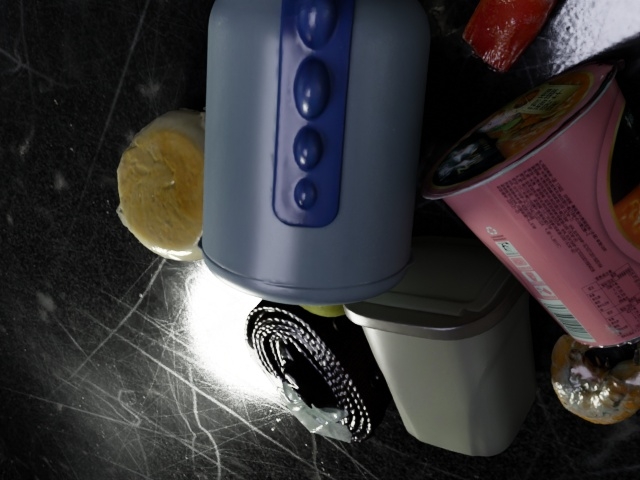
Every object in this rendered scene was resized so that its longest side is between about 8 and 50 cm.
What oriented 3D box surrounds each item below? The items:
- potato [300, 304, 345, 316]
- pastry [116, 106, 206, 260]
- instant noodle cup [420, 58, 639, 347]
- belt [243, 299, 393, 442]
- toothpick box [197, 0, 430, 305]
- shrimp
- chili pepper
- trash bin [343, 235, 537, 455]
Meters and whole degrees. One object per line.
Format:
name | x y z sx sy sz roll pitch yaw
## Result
potato | 0.001 -0.001 1.034 0.149 0.197 0.228 7 156 13
pastry | -0.213 -0.091 1.156 0.265 0.133 0.264 7 104 32
instant noodle cup | 0.277 -0.028 0.781 0.255 0.244 0.244 50 137 -12
belt | -0.003 0.205 1.190 0.184 0.164 0.289 -32 98 41
toothpick box | -0.006 -0.129 0.748 0.263 0.263 0.354 16 113 31
shrimp | 0.370 0.176 0.942 0.132 0.052 0.187 40 138 11
chili pepper | 0.213 -0.251 0.777 0.070 0.073 0.123 9 140 -18
trash bin | 0.181 0.138 0.963 0.220 0.219 0.250 7 128 38
